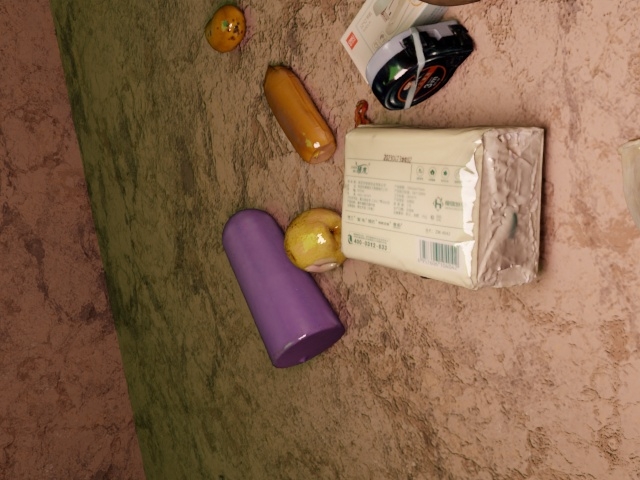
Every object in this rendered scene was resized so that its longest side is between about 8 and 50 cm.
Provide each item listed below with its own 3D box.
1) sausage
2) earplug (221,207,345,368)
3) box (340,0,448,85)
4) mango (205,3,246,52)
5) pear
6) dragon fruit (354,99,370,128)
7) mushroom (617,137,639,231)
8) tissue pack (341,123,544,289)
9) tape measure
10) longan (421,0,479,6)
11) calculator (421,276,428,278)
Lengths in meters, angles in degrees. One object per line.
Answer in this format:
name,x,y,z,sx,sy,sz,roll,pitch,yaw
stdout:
sausage,-0.069,-0.336,1.792,0.328,0.112,0.112,60,141,22
earplug,-0.127,0.107,1.956,0.456,0.215,0.215,61,141,23
box,0.156,-0.456,1.473,0.135,0.079,0.269,62,141,16
mango,-0.265,-0.579,1.962,0.178,0.090,0.115,-15,81,56
pear,0.000,0.000,1.773,0.178,0.178,0.178,23,120,46
dragon fruit,0.105,-0.232,1.634,0.094,0.094,0.190,-43,48,50
mushroom,0.564,-0.007,1.104,0.109,0.097,0.351,-46,64,49
tissue pack,0.226,-0.082,1.391,0.380,0.207,0.297,16,108,51
tape measure,0.181,-0.342,1.399,0.182,0.181,0.107,-48,61,50
longan,0.225,-0.531,1.234,0.258,0.258,0.258,23,120,46
calculator,0.292,0.009,1.520,0.262,0.021,0.161,0,103,53
